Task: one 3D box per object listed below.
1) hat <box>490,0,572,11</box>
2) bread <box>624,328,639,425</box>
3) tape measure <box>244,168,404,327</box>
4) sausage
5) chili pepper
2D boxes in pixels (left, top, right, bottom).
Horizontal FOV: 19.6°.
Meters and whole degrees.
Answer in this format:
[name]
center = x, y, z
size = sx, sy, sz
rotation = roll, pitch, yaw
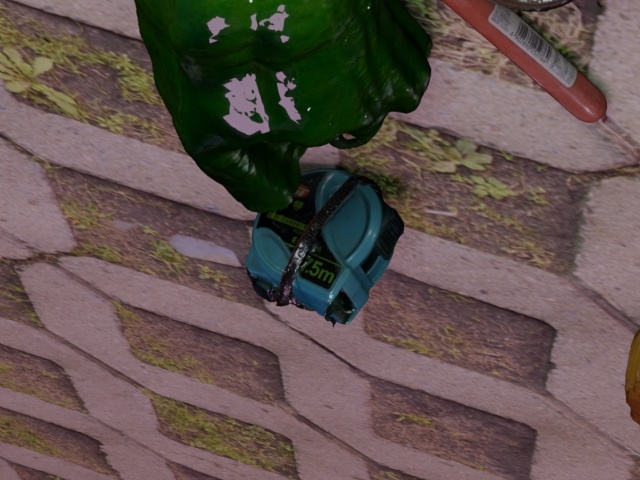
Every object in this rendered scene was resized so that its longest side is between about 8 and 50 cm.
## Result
[hat]
center = 0.132, -0.242, 1.117
size = 0.193, 0.082, 0.193
rotation = 34, 140, 35
[bread]
center = 0.386, 0.145, 1.761
size = 0.199, 0.104, 0.199
rotation = 15, 159, 6
[tape measure]
center = 0.000, 0.000, 1.694
size = 0.125, 0.146, 0.081
rotation = 24, 162, 34
[sausage]
center = 0.147, -0.147, 1.374
size = 0.029, 0.029, 0.223
rotation = -7, 146, 47
[chili pepper]
center = -0.036, -0.130, 1.378
size = 0.213, 0.167, 0.385
rotation = 15, 158, 14
